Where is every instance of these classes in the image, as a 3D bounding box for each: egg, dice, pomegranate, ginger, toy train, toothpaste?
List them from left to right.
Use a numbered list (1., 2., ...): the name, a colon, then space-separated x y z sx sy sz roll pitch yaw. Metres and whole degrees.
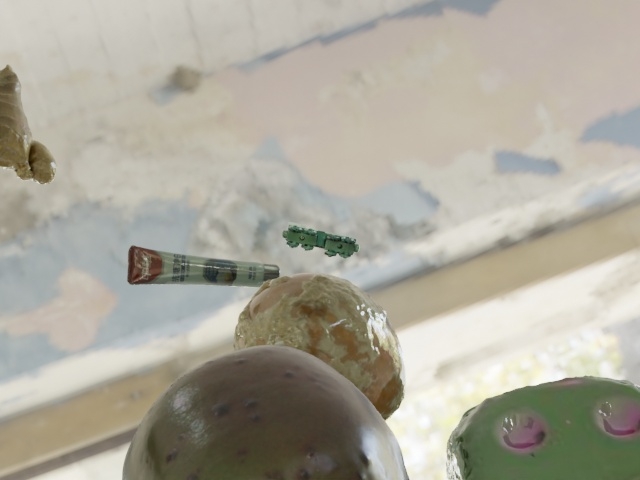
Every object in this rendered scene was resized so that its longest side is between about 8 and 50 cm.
1. ginger: -0.457 -0.164 2.111 0.115 0.205 0.081 -13 -31 -34
2. toothpaste: -0.182 0.047 2.306 0.239 0.062 0.039 5 -10 -14
3. pomegranate: -0.067 0.253 1.265 0.323 0.291 0.291 -42 -13 -22
4. toy train: 0.000 0.000 1.739 0.092 0.029 0.045 11 12 -4
5. egg: 0.003 0.148 1.874 0.245 0.203 0.203 41 -55 -18
6. dice: 0.351 0.399 2.069 0.322 0.330 0.318 -8 -44 -3
